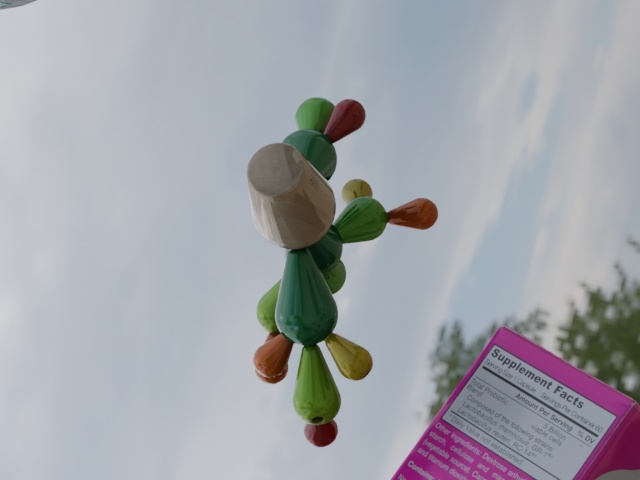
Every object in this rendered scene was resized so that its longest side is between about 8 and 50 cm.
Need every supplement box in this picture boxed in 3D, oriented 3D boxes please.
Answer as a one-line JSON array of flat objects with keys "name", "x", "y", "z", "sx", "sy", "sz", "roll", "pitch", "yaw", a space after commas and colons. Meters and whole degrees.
[{"name": "supplement box", "x": 0.107, "y": 0.182, "z": 1.052, "sx": 0.220, "sy": 0.114, "sz": 0.111, "roll": -52, "pitch": -39, "yaw": -7}]

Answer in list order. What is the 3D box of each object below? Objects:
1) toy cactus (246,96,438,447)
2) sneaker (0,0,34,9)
[{"name": "toy cactus", "x": 0.000, "y": 0.000, "z": 1.030, "sx": 0.180, "sy": 0.112, "sz": 0.219, "roll": 65, "pitch": -146, "yaw": -65}, {"name": "sneaker", "x": -0.145, "y": -0.116, "z": 0.627, "sx": 0.098, "sy": 0.038, "sz": 0.069, "roll": -17, "pitch": -88, "yaw": -51}]
